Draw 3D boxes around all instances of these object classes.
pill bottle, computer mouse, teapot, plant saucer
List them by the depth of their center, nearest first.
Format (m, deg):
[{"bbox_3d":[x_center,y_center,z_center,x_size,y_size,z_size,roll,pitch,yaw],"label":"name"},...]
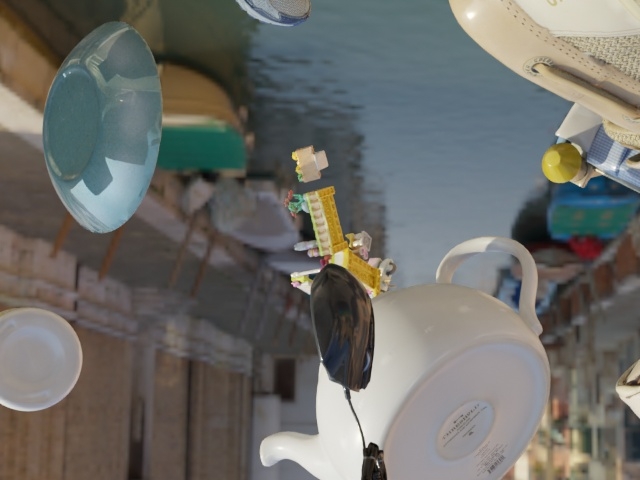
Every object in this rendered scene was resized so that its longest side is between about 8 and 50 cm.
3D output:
[{"bbox_3d":[0.038,0.136,1.016,0.041,0.242,0.071,-13,180,19],"label":"computer mouse"},{"bbox_3d":[-0.210,-0.104,1.083,0.037,0.194,0.195,3,173,-39],"label":"plant saucer"},{"bbox_3d":[0.094,0.135,1.200,0.256,0.252,0.187,-7,-149,-31],"label":"teapot"},{"bbox_3d":[-0.416,0.162,1.668,0.136,0.136,0.246,4,175,-19],"label":"pill bottle"}]

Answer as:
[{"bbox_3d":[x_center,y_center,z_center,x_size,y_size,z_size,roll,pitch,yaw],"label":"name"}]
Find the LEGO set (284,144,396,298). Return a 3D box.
[{"bbox_3d":[0.000,0.000,1.747,0.107,0.132,0.287,-11,131,31],"label":"LEGO set"}]

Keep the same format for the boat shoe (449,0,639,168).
[{"bbox_3d":[0.194,-0.095,0.621,0.110,0.121,0.341,-32,145,31],"label":"boat shoe"}]

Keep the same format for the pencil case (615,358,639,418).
[{"bbox_3d":[0.531,0.254,1.324,0.183,0.410,0.160,-42,172,0],"label":"pencil case"}]

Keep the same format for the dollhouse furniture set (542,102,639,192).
[{"bbox_3d":[0.382,-0.147,1.178,0.286,0.303,0.198,35,-170,33],"label":"dollhouse furniture set"}]

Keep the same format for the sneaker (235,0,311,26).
[{"bbox_3d":[-0.057,-0.233,0.992,0.135,0.052,0.058,45,160,-10],"label":"sneaker"}]
